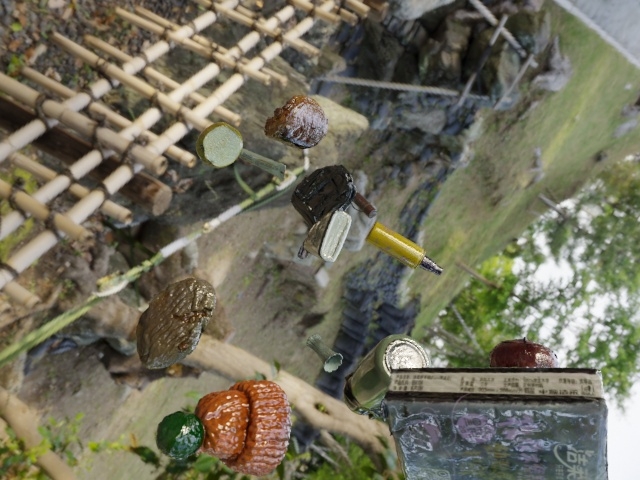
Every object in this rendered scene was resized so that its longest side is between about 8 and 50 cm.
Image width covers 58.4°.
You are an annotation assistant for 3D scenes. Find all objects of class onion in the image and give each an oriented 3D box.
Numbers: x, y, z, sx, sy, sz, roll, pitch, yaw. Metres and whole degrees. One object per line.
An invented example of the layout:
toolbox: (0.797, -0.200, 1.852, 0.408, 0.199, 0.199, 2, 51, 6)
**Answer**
onion: (0.733, 0.466, 2.068, 0.252, 0.251, 0.219, 71, 34, -77)

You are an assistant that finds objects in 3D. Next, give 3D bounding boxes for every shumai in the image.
shumai: (-0.478, 0.311, 2.011, 0.346, 0.217, 0.283, -58, 162, -17)

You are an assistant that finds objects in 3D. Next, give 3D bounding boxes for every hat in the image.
hat: (-0.306, 0.558, 1.738, 0.285, 0.400, 0.286, -38, -135, 51)

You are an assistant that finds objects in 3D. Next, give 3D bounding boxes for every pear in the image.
pear: (-0.310, -0.292, 1.725, 0.141, 0.104, 0.141, -14, 118, -27)

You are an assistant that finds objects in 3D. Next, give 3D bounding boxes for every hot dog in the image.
hot dog: (-0.069, -0.328, 1.613, 0.160, 0.099, 0.227, -40, 164, 16)

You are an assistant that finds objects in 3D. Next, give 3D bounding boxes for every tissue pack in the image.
tissue pack: (0.306, 0.344, 1.001, 0.122, 0.361, 0.260, -65, 144, -54)

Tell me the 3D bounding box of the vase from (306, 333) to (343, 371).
vase: (0.008, 0.403, 2.084, 0.081, 0.148, 0.081, -18, 126, -27)

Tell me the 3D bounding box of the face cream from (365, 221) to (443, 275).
face cream: (0.283, 0.037, 1.899, 0.078, 0.273, 0.078, -60, 179, -2)

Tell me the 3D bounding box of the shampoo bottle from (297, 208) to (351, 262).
shampoo bottle: (0.000, 0.000, 1.660, 0.153, 0.071, 0.284, -69, -168, -13)

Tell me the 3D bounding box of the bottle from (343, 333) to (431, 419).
bottle: (0.172, 0.400, 1.622, 0.168, 0.168, 0.347, -52, 175, -35)

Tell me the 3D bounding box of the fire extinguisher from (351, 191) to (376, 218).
fire extinguisher: (0.160, -0.143, 2.272, 0.045, 0.157, 0.078, -7, 132, -38)

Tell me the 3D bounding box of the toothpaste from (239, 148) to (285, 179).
toothpaste: (-0.250, -0.321, 2.327, 0.037, 0.255, 0.067, -39, 150, -52)

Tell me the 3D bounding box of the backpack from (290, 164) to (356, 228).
backpack: (0.016, -0.156, 1.987, 0.258, 0.206, 0.133, -42, 169, 28)
